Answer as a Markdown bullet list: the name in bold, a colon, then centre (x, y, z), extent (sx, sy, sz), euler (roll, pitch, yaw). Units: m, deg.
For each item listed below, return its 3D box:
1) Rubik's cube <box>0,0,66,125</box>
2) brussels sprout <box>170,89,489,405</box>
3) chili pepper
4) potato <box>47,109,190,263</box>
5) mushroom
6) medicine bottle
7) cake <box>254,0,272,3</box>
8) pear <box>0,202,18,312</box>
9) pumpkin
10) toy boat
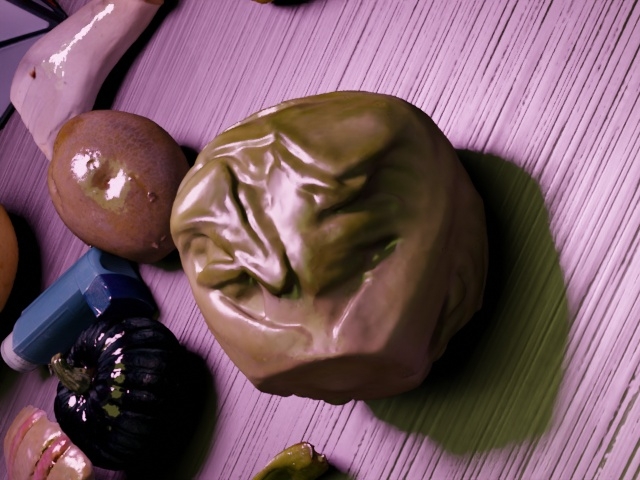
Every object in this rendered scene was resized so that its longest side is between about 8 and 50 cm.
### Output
- **Rubik's cube**: centre (-0.611, -0.367, 1.588), extent (0.246, 0.248, 0.250), euler (-53, 51, 16)
- **brussels sprout**: centre (0.000, 0.000, 0.952), extent (0.328, 0.247, 0.328), euler (-18, 62, 38)
- **chili pepper**: centre (-0.060, 0.281, 1.040), extent (0.052, 0.050, 0.201), euler (39, 110, 1)
- **potato**: centre (-0.260, -0.072, 1.260), extent (0.235, 0.160, 0.178), euler (50, 134, 24)
- **mushroom**: centre (-0.341, -0.280, 1.433), extent (0.159, 0.122, 0.328), euler (43, 110, 3)
- **medicine bottle**: centre (-0.340, 0.105, 1.316), extent (0.258, 0.079, 0.124), euler (-37, 56, 27)
- **cake**: centre (-0.085, -0.429, 1.219), extent (0.179, 0.156, 0.260), euler (-26, 54, 51)
- **pear**: centre (-0.620, 0.030, 1.409), extent (0.348, 0.348, 0.348), euler (-14, 68, 37)
- **pumpkin**: centre (-0.242, 0.183, 1.170), extent (0.194, 0.150, 0.194), euler (12, 110, 37)
- **toy boat**: centre (-0.309, 0.320, 1.135), extent (0.293, 0.111, 0.276), euler (59, 147, 14)
